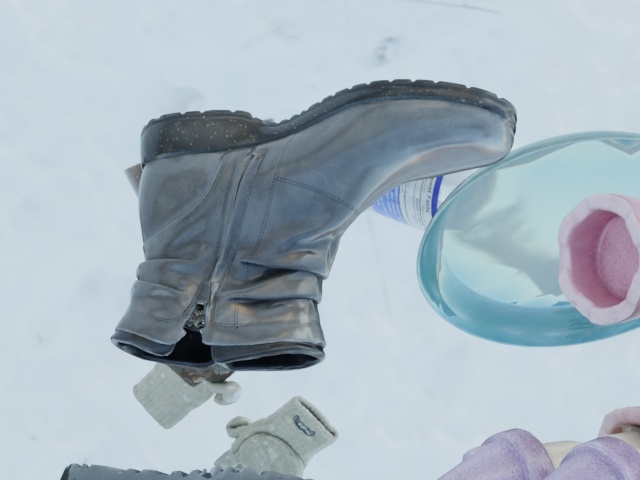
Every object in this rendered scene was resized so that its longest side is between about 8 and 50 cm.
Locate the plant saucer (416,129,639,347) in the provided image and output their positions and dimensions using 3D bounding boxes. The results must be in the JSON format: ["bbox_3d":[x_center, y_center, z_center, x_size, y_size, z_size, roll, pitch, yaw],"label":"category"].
[{"bbox_3d":[0.251,-0.003,1.313,0.317,0.044,0.317,-3,140,-3],"label":"plant saucer"}]

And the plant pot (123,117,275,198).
[{"bbox_3d":[-0.127,-0.023,1.799,0.215,0.215,0.230,-20,94,-12],"label":"plant pot"}]

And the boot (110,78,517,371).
[{"bbox_3d":[0.000,0.000,1.084,0.338,0.118,0.223,-8,64,19],"label":"boot"}]

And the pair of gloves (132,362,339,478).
[{"bbox_3d":[-0.106,0.204,1.625,0.240,0.042,0.204,40,132,3],"label":"pair of gloves"}]

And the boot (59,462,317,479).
[{"bbox_3d":[-0.110,0.382,0.867,0.146,0.367,0.445,35,61,-35],"label":"boot"}]

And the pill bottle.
[{"bbox_3d":[0.156,-0.081,1.653,0.152,0.272,0.152,-30,131,-43],"label":"pill bottle"}]

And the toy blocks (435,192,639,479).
[{"bbox_3d":[0.193,0.115,0.540,0.260,0.288,0.309,-2,83,-30],"label":"toy blocks"}]
